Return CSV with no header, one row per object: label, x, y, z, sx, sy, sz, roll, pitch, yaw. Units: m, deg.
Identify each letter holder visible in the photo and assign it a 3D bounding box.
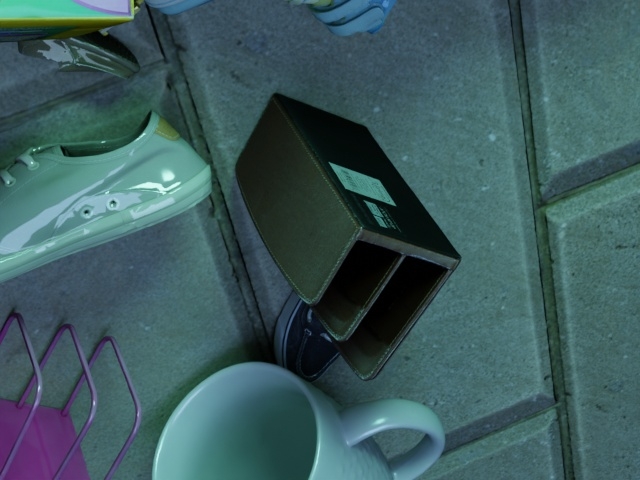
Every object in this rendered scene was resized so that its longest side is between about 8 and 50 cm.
letter holder,0.000,0.000,1.587,0.152,0.302,0.214,17,117,-34

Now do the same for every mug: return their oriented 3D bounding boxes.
mug,0.003,0.336,1.853,0.374,0.276,0.328,-30,141,15

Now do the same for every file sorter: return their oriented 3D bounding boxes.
file sorter,-0.398,0.203,1.628,0.291,0.202,0.182,16,116,-33

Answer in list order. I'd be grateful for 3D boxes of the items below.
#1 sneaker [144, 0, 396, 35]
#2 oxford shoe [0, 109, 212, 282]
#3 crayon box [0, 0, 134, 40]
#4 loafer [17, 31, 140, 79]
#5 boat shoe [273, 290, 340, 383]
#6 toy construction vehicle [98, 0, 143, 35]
sneaker,-0.031,-0.290,1.468,0.319,0.127,0.208,-28,130,-4
oxford shoe,-0.350,-0.033,1.514,0.449,0.169,0.130,-22,107,-4
crayon box,-0.388,-0.242,1.212,0.363,0.313,0.106,-5,96,-21
loafer,-0.276,-0.214,1.465,0.148,0.056,0.050,21,115,-24
boat shoe,0.026,0.097,1.806,0.108,0.102,0.301,11,120,-31
toy construction vehicle,-0.233,-0.285,1.441,0.098,0.035,0.086,-40,131,8
